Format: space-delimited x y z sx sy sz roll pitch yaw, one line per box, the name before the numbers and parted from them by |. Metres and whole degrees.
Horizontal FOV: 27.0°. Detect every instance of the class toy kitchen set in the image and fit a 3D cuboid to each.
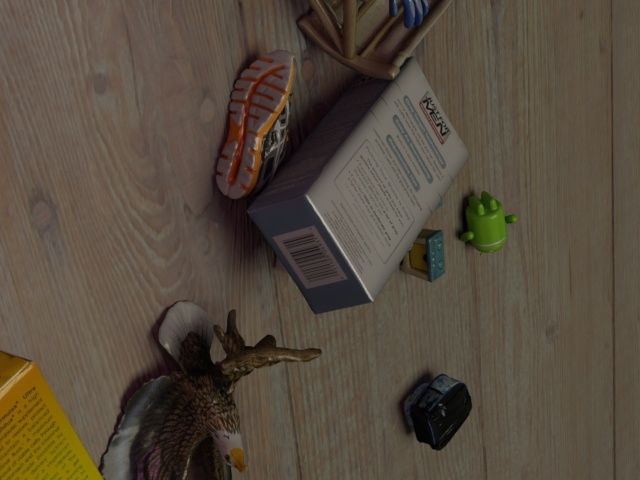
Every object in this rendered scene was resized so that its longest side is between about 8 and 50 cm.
toy kitchen set | 0.134 0.018 2.126 0.207 0.122 0.166 -30 124 -42

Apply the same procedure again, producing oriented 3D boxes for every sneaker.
sneaker | -0.078 -0.159 1.842 0.083 0.084 0.214 8 105 -55

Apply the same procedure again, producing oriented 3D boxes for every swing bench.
swing bench | 0.080 -0.410 1.882 0.253 0.165 0.254 -52 142 -27

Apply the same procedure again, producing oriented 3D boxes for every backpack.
backpack | 0.206 0.293 2.343 0.114 0.084 0.105 -42 133 -28

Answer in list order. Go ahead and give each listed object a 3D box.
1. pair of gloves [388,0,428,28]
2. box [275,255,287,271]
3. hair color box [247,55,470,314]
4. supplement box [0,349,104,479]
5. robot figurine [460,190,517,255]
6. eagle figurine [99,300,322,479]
pair of gloves | 0.149 -0.388 1.822 0.198 0.023 0.159 -49 140 -28
box | 0.000 0.000 1.982 0.101 0.087 0.101 -8 107 -50
hair color box | 0.065 -0.085 1.906 0.185 0.114 0.374 58 43 -21
supplement box | -0.383 0.295 1.528 0.195 0.194 0.356 -47 134 -30
robot figurine | 0.293 -0.028 2.351 0.101 0.067 0.115 -22 124 -13
eagle figurine | -0.162 0.257 1.833 0.226 0.225 0.298 25 118 -13
